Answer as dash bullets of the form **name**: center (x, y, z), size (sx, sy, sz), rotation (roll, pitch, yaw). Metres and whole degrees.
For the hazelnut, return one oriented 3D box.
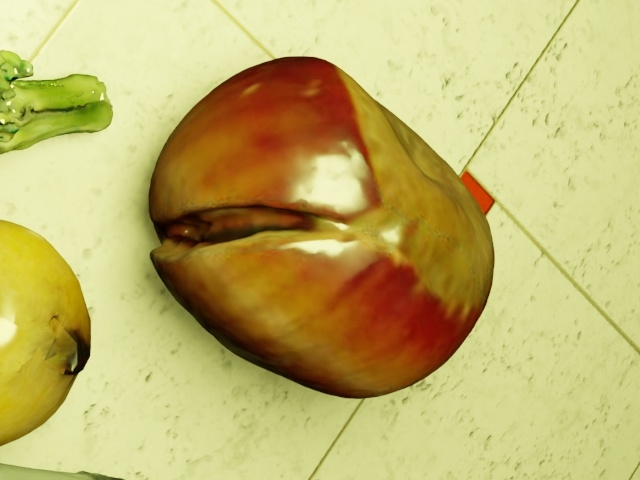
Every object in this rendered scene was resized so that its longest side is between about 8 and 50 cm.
- **hazelnut**: center (0.000, 0.000, 1.053), size (0.409, 0.359, 0.359), rotation (32, 85, -26)

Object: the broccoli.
- **broccoli**: center (-0.319, -0.142, 0.902), size (0.275, 0.198, 0.177), rotation (-27, 71, -31)

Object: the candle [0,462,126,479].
- **candle**: center (-0.347, 0.344, 0.992), size (0.343, 0.221, 0.221), rotation (18, 93, -34)

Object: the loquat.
- **loquat**: center (-0.343, 0.094, 0.923), size (0.235, 0.235, 0.235), rotation (-9, 108, -31)
